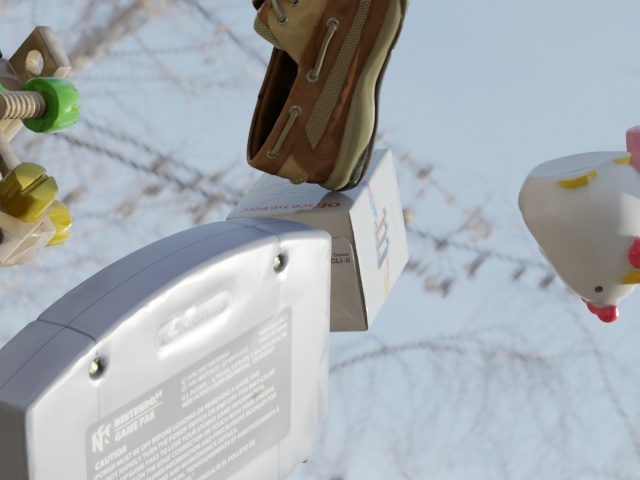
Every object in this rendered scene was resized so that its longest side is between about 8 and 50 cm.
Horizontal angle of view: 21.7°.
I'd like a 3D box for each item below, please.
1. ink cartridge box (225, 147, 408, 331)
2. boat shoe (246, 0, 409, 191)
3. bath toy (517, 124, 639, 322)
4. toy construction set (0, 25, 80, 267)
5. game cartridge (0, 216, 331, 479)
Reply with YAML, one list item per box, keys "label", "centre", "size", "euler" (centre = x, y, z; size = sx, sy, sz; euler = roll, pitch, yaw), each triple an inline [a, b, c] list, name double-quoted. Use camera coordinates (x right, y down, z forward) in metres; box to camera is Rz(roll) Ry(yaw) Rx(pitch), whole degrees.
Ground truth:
- label: "ink cartridge box"
  centre: [0.000, 0.000, 1.639]
  size: [0.128, 0.176, 0.127]
  euler: [-3, -69, 18]
- label: "boat shoe"
  centre: [0.002, -0.195, 1.496]
  size: [0.122, 0.119, 0.324]
  euler: [-122, -142, -62]
- label: "bath toy"
  centre: [0.314, -0.038, 1.285]
  size: [0.151, 0.348, 0.129]
  euler: [13, -60, 62]
- label: "toy construction set"
  centre: [-0.265, -0.025, 1.193]
  size: [0.257, 0.237, 0.309]
  euler: [31, -68, 25]
- label: "game cartridge"
  centre: [-0.094, 0.100, 1.028]
  size: [0.062, 0.297, 0.198]
  euler: [12, -65, 33]
